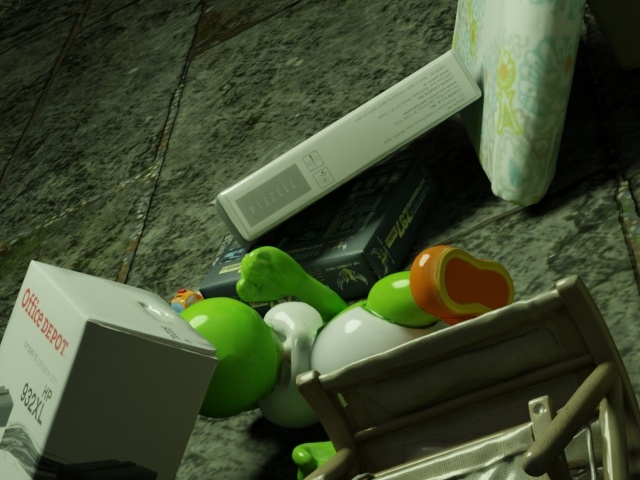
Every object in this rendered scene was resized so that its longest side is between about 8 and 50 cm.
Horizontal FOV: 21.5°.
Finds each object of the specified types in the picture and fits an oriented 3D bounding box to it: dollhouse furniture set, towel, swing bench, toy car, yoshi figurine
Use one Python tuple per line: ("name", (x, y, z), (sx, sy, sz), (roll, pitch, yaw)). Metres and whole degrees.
("dollhouse furniture set", (0.390, -0.331, 1.902), (0.212, 0.161, 0.242), (-11, 31, 41))
("towel", (0.214, -0.252, 1.808), (0.090, 0.320, 0.374), (2, 24, -4))
("swing bench", (0.100, 0.184, 1.254), (0.253, 0.165, 0.254), (-22, 20, 24))
("toy car", (-0.132, 0.078, 1.896), (0.060, 0.040, 0.122), (-40, 24, -18))
("yoshi figurine", (-0.007, 0.107, 1.503), (0.362, 0.203, 0.203), (-11, 37, 46))

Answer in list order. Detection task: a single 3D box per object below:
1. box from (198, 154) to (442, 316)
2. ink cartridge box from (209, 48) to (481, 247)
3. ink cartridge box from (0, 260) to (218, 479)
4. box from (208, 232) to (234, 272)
("box", (0.000, 0.000, 1.862), (0.233, 0.059, 0.183), (-14, 28, 35))
("ink cartridge box", (0.020, -0.096, 1.872), (0.296, 0.066, 0.261), (-32, 1, -6))
("ink cartridge box", (-0.226, 0.196, 1.480), (0.223, 0.129, 0.307), (31, 101, 65))
("box", (-0.093, 0.011, 2.007), (0.067, 0.018, 0.083), (-21, 25, 24))
